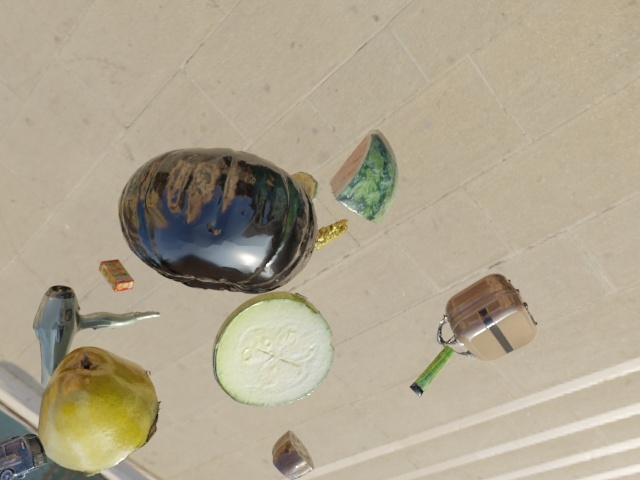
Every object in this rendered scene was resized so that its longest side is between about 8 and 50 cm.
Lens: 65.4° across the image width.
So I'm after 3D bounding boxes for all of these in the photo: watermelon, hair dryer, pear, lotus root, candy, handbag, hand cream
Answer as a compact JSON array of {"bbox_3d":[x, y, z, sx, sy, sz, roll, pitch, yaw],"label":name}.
[{"bbox_3d":[0.123,-0.170,1.289,0.176,0.260,0.256,30,171,25],"label":"watermelon"},{"bbox_3d":[-0.531,0.237,1.149,0.267,0.092,0.229,25,92,-37],"label":"hair dryer"},{"bbox_3d":[-0.471,0.314,1.001,0.267,0.267,0.178,6,138,11],"label":"pear"},{"bbox_3d":[-0.075,0.596,1.370,0.081,0.122,0.112,-45,100,-3],"label":"lotus root"},{"bbox_3d":[-0.662,0.112,1.619,0.122,0.062,0.038,42,120,29],"label":"candy"},{"bbox_3d":[0.483,0.252,1.491,0.283,0.149,0.302,-30,142,15],"label":"handbag"},{"bbox_3d":[0.238,0.275,1.058,0.036,0.023,0.122,45,79,-16],"label":"hand cream"}]

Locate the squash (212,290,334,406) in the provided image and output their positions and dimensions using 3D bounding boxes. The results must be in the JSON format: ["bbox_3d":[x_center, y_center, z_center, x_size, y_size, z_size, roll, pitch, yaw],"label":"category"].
[{"bbox_3d":[-0.084,0.195,0.891,0.219,0.041,0.219,-4,107,-15],"label":"squash"}]

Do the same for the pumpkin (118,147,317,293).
[{"bbox_3d":[-0.099,-0.020,0.505,0.202,0.140,0.202,10,168,2],"label":"pumpkin"}]

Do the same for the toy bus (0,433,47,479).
[{"bbox_3d":[-0.520,0.356,0.777,0.166,0.047,0.065,-20,76,-5],"label":"toy bus"}]

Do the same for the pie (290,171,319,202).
[{"bbox_3d":[-0.043,-0.087,0.893,0.084,0.084,0.020,-2,158,15],"label":"pie"}]

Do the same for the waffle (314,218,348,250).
[{"bbox_3d":[0.000,0.000,1.942,0.260,0.293,0.069,-32,88,17],"label":"waffle"}]
